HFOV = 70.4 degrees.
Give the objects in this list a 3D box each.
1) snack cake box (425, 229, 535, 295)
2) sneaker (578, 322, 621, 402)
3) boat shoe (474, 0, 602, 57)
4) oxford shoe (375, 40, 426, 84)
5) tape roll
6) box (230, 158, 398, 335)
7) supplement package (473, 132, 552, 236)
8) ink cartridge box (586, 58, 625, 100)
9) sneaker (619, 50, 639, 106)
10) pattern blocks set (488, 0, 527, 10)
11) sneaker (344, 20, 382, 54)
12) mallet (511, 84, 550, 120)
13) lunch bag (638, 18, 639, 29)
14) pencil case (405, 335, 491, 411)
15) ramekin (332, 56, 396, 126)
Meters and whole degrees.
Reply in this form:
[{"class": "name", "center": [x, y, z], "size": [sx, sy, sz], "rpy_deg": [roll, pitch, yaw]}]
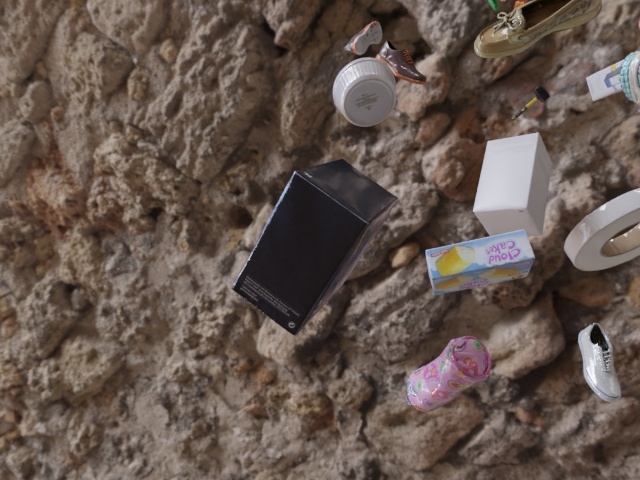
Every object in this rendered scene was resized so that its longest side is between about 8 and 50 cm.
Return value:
[{"class": "snack cake box", "center": [0.431, 0.065, 1.250], "size": [0.264, 0.089, 0.152], "rpy_deg": [-13, -28, 11]}, {"class": "sneaker", "center": [0.893, 0.381, 1.453], "size": [0.091, 0.094, 0.258], "rpy_deg": [86, -173, -45]}, {"class": "boat shoe", "center": [0.504, -0.530, 1.073], "size": [0.285, 0.105, 0.089], "rpy_deg": [-19, -29, 20]}, {"class": "oxford shoe", "center": [0.349, -0.748, 1.916], "size": [0.096, 0.271, 0.099], "rpy_deg": [-20, -35, -48]}, {"class": "tape roll", "center": [1.043, -0.033, 1.558], "size": [0.391, 0.072, 0.392], "rpy_deg": [-11, -36, -8]}, {"class": "box", "center": [0.000, 0.000, 0.996], "size": [0.294, 0.182, 0.296], "rpy_deg": [-60, -10, 23]}, {"class": "supplement package", "center": [0.648, -0.180, 1.524], "size": [0.175, 0.177, 0.293], "rpy_deg": [-2, 59, 41]}, {"class": "ink cartridge box", "center": [1.046, -0.563, 1.528], "size": [0.154, 0.093, 0.212], "rpy_deg": [-19, 4, -9]}, {"class": "sneaker", "center": [0.750, -0.279, 0.953], "size": [0.110, 0.283, 0.122], "rpy_deg": [-50, 19, -5]}, {"class": "pattern blocks set", "center": [0.691, -0.992, 1.706], "size": [0.026, 0.286, 0.325], "rpy_deg": [-34, -1, -1]}, {"class": "sneaker", "center": [0.119, -0.578, 1.296], "size": [0.064, 0.061, 0.158], "rpy_deg": [9, 42, 40]}, {"class": "mallet", "center": [0.843, -0.558, 1.849], "size": [0.039, 0.062, 0.189], "rpy_deg": [-29, -2, -27]}, {"class": "lunch bag", "center": [0.850, -0.519, 0.938], "size": [0.257, 0.120, 0.293], "rpy_deg": [2, -42, -32]}, {"class": "pencil case", "center": [0.329, 0.360, 1.204], "size": [0.124, 0.124, 0.284], "rpy_deg": [-43, -13, -38]}, {"class": "ramekin", "center": [0.190, -0.597, 1.877], "size": [0.273, 0.272, 0.127], "rpy_deg": [-50, 33, 34]}]
